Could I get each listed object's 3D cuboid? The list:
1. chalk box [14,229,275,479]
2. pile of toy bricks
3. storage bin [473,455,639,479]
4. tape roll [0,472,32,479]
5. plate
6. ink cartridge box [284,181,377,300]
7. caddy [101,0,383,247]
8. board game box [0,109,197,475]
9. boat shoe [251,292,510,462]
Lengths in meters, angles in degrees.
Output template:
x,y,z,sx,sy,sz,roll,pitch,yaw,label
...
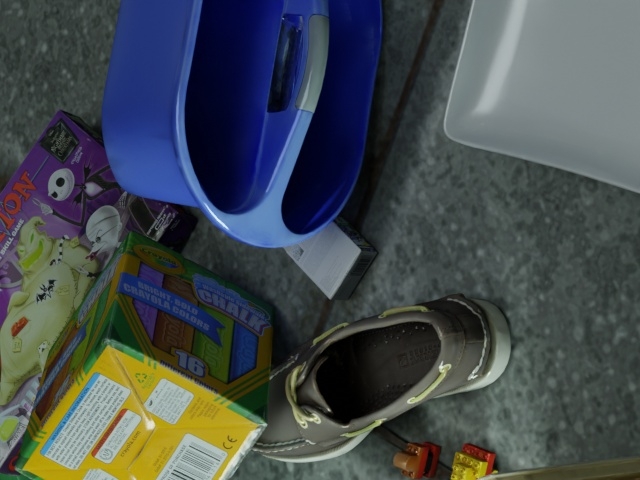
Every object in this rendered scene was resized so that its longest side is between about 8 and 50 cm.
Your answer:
x,y,z,sx,sy,sz,roll,pitch,yaw,label
-0.164,0.126,1.924,0.180,0.179,0.289,-55,15,22,chalk box
0.082,0.285,1.791,0.118,0.105,0.212,17,98,39,pile of toy bricks
0.205,0.324,1.590,0.123,0.260,0.262,-31,68,39,storage bin
-0.415,0.332,2.224,0.321,0.077,0.321,-3,85,39,tape roll
0.254,-0.194,1.720,0.277,0.045,0.278,19,99,38,plate
0.000,0.000,1.930,0.115,0.029,0.063,47,116,33,ink cartridge box
-0.059,-0.162,1.845,0.179,0.241,0.341,1,79,47,caddy
-0.306,0.056,2.111,0.208,0.056,0.347,40,99,32,board game box
0.027,0.134,1.853,0.324,0.097,0.116,-23,73,37,boat shoe
